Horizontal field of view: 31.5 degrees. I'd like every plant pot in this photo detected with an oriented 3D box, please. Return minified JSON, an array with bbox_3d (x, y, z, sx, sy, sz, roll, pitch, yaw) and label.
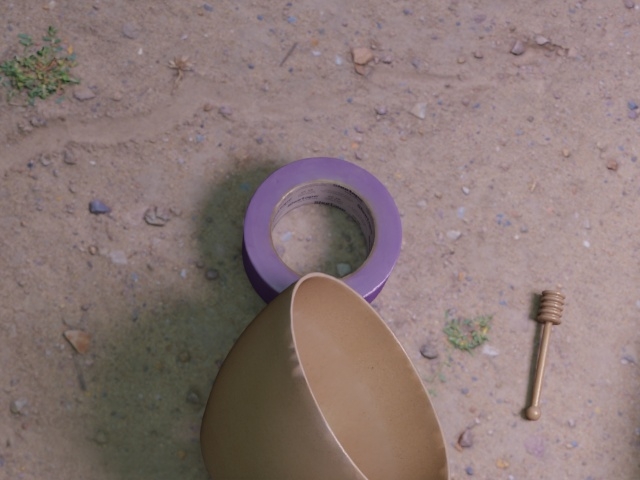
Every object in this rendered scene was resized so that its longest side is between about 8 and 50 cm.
[{"bbox_3d":[-0.017,0.203,1.229,0.191,0.284,0.284,-32,75,22],"label":"plant pot"}]

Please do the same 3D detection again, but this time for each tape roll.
[{"bbox_3d":[0.000,0.000,1.370,0.189,0.080,0.188,2,71,-6],"label":"tape roll"}]

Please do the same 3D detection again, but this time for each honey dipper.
[{"bbox_3d":[0.269,0.140,1.378,0.031,0.030,0.160,15,73,-1],"label":"honey dipper"}]
